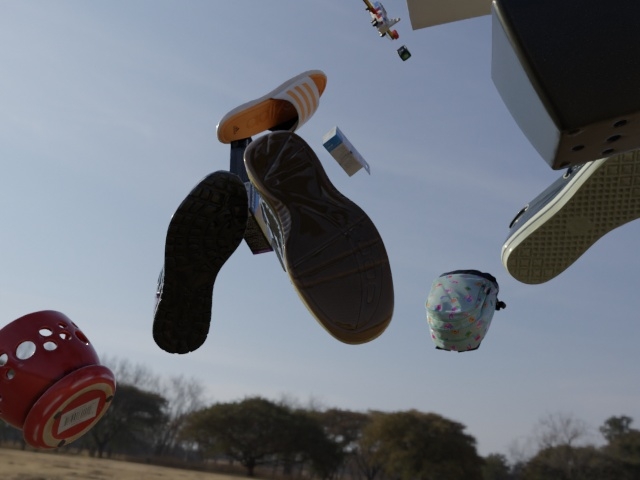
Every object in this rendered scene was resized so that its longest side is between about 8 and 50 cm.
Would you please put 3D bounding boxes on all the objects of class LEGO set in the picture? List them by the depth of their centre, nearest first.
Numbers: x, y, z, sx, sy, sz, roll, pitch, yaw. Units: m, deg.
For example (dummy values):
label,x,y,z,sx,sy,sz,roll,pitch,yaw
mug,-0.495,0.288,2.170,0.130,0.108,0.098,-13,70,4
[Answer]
label,x,y,z,sx,sy,sz,roll,pitch,yaw
LEGO set,0.110,-0.480,1.299,0.060,0.244,0.182,-33,-4,20

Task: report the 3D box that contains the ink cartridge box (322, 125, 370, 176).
label,x,y,z,sx,sy,sz,roll,pitch,yaw
ink cartridge box,0.040,-0.129,0.977,0.028,0.048,0.083,-36,-71,18

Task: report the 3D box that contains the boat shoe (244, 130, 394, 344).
label,x,y,z,sx,sy,sz,roll,pitch,yaw
boat shoe,0.000,0.000,0.842,0.122,0.341,0.110,-20,-35,-8

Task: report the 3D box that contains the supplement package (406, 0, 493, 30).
label,x,y,z,sx,sy,sz,roll,pitch,yaw
supplement package,0.283,-0.589,1.330,0.198,0.262,0.199,-5,-57,22

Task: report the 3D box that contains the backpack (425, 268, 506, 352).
label,x,y,z,sx,sy,sz,roll,pitch,yaw
backpack,0.271,0.136,1.269,0.152,0.182,0.115,-10,-63,30

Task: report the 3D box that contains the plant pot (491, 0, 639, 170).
label,x,y,z,sx,sy,sz,roll,pitch,yaw
plant pot,0.315,-0.190,0.751,0.188,0.166,0.188,-14,-17,10

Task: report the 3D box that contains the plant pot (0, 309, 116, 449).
label,x,y,z,sx,sy,sz,roll,pitch,yaw
plant pot,-0.460,0.239,1.095,0.174,0.191,0.191,34,-10,23

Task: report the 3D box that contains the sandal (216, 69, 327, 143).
label,x,y,z,sx,sy,sz,roll,pitch,yaw
sandal,-0.077,-0.240,1.253,0.076,0.265,0.102,44,-28,25

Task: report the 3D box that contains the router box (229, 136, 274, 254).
label,x,y,z,sx,sy,sz,roll,pitch,yaw
router box,-0.127,-0.083,1.194,0.046,0.178,0.133,-12,-38,9

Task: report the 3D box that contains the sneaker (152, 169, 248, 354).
label,x,y,z,sx,sy,sz,roll,pitch,yaw
sneaker,-0.196,0.018,0.967,0.107,0.283,0.124,16,14,-23

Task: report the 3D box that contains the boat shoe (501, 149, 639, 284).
label,x,y,z,sx,sy,sz,roll,pitch,yaw
boat shoe,0.586,-0.102,1.346,0.187,0.156,0.500,40,-61,-12
